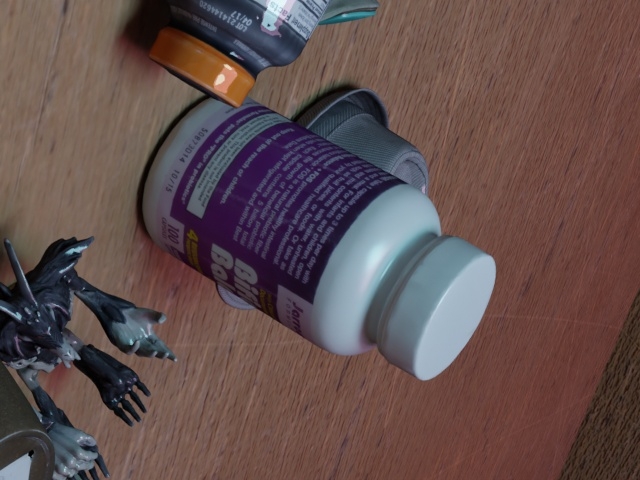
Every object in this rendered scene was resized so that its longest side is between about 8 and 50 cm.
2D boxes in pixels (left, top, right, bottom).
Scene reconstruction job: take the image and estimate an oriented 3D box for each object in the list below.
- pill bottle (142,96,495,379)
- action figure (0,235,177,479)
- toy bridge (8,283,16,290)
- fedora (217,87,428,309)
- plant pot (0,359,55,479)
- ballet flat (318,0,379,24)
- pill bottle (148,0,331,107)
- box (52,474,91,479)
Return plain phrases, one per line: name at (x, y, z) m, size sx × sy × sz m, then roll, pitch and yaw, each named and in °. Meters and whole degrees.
pill bottle at (0.000, 0.000, 1.342) m, size 0.169 × 0.301 × 0.169 m, roll -43°, pitch 150°, yaw -32°
action figure at (-0.201, 0.102, 1.209) m, size 0.164 × 0.141 × 0.276 m, roll -51°, pitch 158°, yaw -17°
toy bridge at (-0.306, 0.105, 1.208) m, size 0.188 × 0.026 × 0.063 m, roll -38°, pitch 148°, yaw -41°
fedora at (0.023, -0.019, 1.579) m, size 0.275 × 0.124 × 0.243 m, roll -60°, pitch 155°, yaw 0°
plant pot at (-0.296, 0.116, 0.995) m, size 0.215 × 0.230 × 0.215 m, roll -44°, pitch 151°, yaw -32°
ballet flat at (-0.011, -0.224, 1.366) m, size 0.213 × 0.072 × 0.068 m, roll -28°, pitch 110°, yaw -53°
pill bottle at (-0.044, -0.233, 1.212) m, size 0.246 × 0.130 × 0.130 m, roll -60°, pitch 155°, yaw 0°
box at (-0.319, 0.252, 1.247) m, size 0.275 × 0.113 × 0.094 m, roll -14°, pitch 128°, yaw -59°
